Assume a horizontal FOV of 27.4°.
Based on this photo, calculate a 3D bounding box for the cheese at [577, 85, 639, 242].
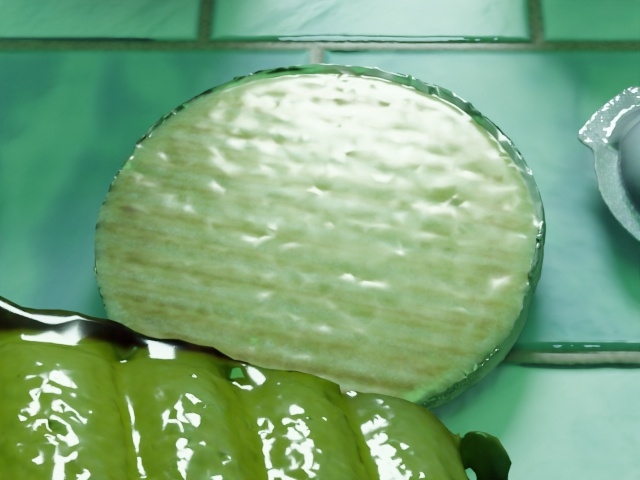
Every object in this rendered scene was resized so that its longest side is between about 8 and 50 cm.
[{"bbox_3d":[0.258,-0.014,0.750,0.245,0.052,0.135,38,65,26],"label":"cheese"}]

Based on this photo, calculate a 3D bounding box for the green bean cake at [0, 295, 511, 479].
[{"bbox_3d":[-0.078,0.201,0.492,0.310,0.285,0.202,11,25,-18],"label":"green bean cake"}]

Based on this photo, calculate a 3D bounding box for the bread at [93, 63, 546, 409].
[{"bbox_3d":[0.000,0.000,0.755,0.267,0.040,0.267,-1,52,1],"label":"bread"}]
